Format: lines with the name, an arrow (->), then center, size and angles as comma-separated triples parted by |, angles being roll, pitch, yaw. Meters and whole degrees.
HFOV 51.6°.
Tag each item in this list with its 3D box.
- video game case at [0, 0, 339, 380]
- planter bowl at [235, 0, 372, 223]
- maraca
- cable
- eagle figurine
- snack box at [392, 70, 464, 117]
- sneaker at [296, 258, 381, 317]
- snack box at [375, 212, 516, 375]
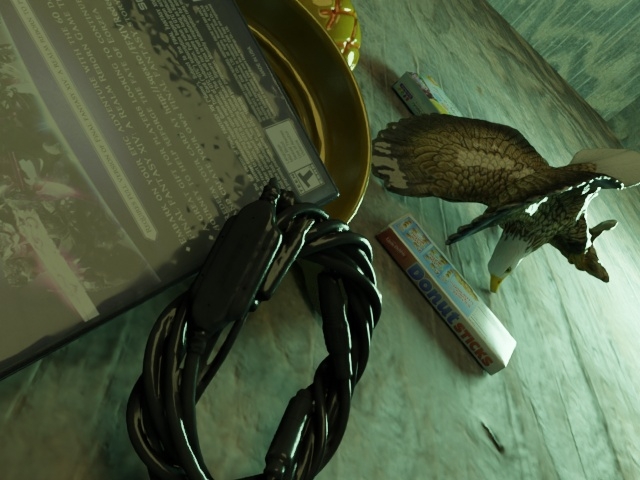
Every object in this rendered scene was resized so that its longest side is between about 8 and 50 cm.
video game case -> -0.127, -0.059, 0.331 | 0.274, 0.026, 0.196 | -31, 93, -41
planter bowl -> -0.074, -0.080, 0.458 | 0.217, 0.090, 0.217 | 16, 63, -33
maraca -> 0.002, -0.223, 0.765 | 0.185, 0.099, 0.127 | 63, 26, -29
cable -> -0.027, 0.069, 0.360 | 0.150, 0.047, 0.184 | 47, 57, -48
eagle figurine -> 0.231, -0.048, 0.767 | 0.298, 0.226, 0.225 | 31, 53, -37
snack box -> 0.184, -0.197, 1.032 | 0.141, 0.037, 0.100 | 55, 28, 12
sneaker -> 0.000, 0.000, 0.539 | 0.061, 0.054, 0.152 | 8, 53, -62
snack box -> 0.130, 0.050, 0.674 | 0.178, 0.022, 0.064 | 51, 30, 5
